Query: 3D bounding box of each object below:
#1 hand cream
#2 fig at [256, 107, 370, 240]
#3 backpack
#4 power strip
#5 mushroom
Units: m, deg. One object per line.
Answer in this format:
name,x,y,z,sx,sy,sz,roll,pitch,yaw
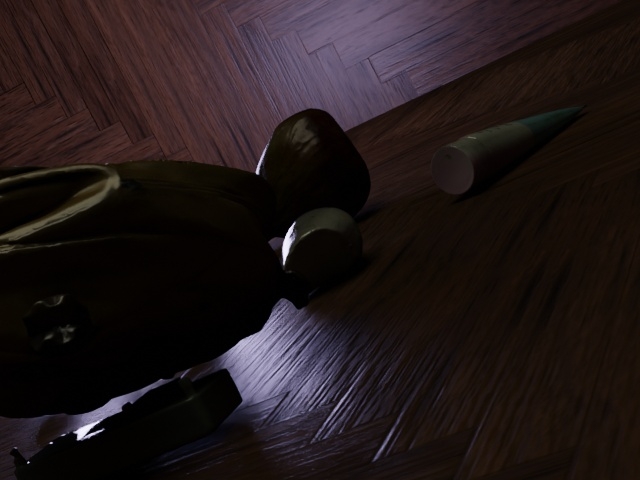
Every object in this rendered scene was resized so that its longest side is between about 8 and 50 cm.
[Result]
hand cream,0.262,-0.133,1.770,0.111,0.070,0.312,-22,1,42
fig,-0.050,-0.071,1.998,0.290,0.191,0.190,-42,1,24
backpack,-0.205,0.046,1.217,0.378,0.201,0.353,-15,-19,-9
power strip,-0.174,0.171,1.202,0.215,0.061,0.145,-23,4,21
mushroom,0.000,0.000,1.609,0.116,0.093,0.225,-47,9,14
